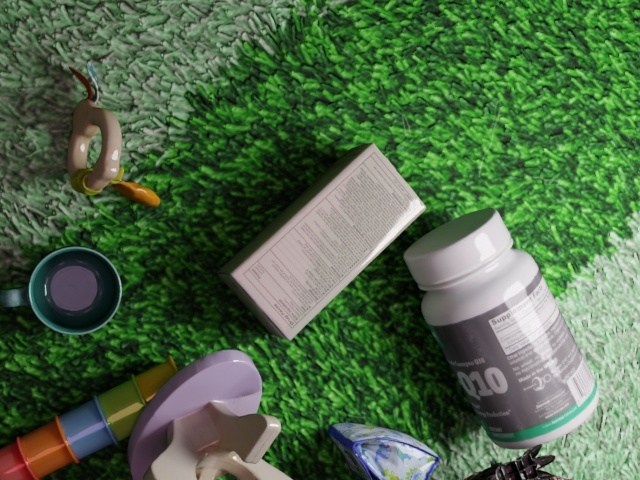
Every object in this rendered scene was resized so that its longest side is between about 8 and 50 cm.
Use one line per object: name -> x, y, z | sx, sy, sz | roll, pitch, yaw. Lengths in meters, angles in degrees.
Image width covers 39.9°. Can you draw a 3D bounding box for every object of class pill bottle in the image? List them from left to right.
pill bottle -> 0.294, 0.142, 1.459 | 0.204, 0.204, 0.361 | -31, 99, -15

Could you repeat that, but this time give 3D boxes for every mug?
mug -> -0.376, 0.066, 1.304 | 0.158, 0.097, 0.129 | 27, 83, -15

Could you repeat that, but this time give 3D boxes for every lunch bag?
lunch bag -> 0.095, 0.348, 1.437 | 0.151, 0.129, 0.096 | 28, 82, -16

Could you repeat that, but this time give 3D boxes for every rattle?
rattle -> -0.309, -0.164, 1.341 | 0.143, 0.130, 0.200 | 2, 63, -28

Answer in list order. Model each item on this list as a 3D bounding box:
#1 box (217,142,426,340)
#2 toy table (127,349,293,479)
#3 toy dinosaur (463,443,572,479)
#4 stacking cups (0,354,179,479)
box -> 0.000, 0.000, 1.408 | 0.311, 0.121, 0.148 | -42, 102, -13
toy table -> -0.160, 0.313, 1.284 | 0.252, 0.161, 0.274 | 6, 120, -33
toy dinosaur -> 0.295, 0.440, 1.453 | 0.322, 0.218, 0.164 | -23, 84, -21
stacking cups -> -0.348, 0.286, 1.328 | 0.316, 0.096, 0.096 | -27, 98, -11
